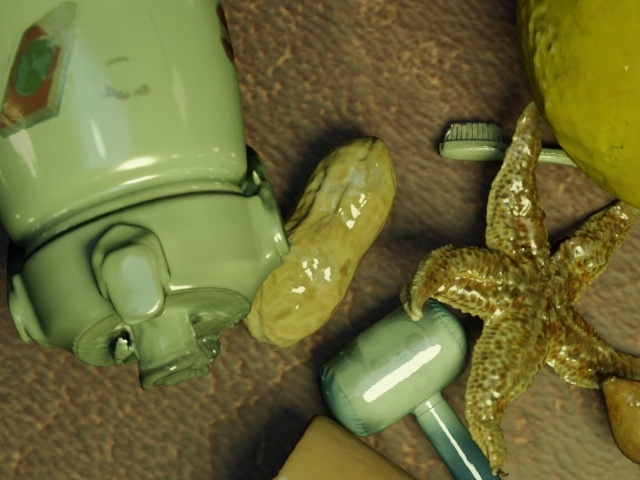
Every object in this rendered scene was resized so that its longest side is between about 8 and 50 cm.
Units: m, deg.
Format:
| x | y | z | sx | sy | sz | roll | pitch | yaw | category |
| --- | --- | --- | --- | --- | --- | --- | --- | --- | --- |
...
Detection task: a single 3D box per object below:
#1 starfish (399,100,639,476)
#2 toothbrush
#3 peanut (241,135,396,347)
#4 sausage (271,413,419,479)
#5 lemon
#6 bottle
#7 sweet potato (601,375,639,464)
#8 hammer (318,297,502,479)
| x | y | z | sx | sy | sz | roll | pitch | yaw | category |
| --- | --- | --- | --- | --- | --- | --- | --- | --- | --- |
| 0.160 | 0.040 | 1.223 | 0.236 | 0.062 | 0.277 | 15 | 70 | -26 | starfish |
| 0.235 | -0.067 | 1.275 | 0.294 | 0.026 | 0.028 | 4 | 69 | 2 | toothbrush |
| 0.000 | 0.000 | 1.245 | 0.080 | 0.080 | 0.174 | 31 | 87 | 4 | peanut |
| 0.068 | 0.240 | 1.200 | 0.253 | 0.123 | 0.123 | 33 | 86 | 4 | sausage |
| 0.259 | -0.152 | 1.163 | 0.261 | 0.260 | 0.284 | 14 | 74 | 2 | lemon |
| -0.140 | -0.063 | 1.181 | 0.229 | 0.229 | 0.351 | -19 | 78 | -1 | bottle |
| 0.275 | 0.176 | 1.222 | 0.065 | 0.051 | 0.218 | -33 | 103 | 21 | sweet potato |
| 0.090 | 0.143 | 1.240 | 0.116 | 0.069 | 0.194 | -35 | 90 | -4 | hammer |
